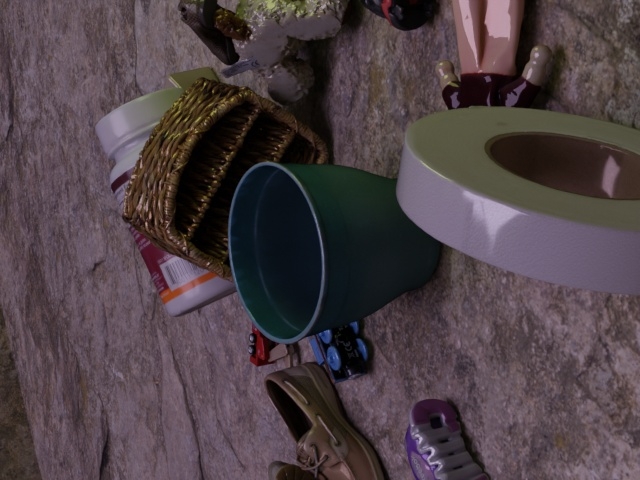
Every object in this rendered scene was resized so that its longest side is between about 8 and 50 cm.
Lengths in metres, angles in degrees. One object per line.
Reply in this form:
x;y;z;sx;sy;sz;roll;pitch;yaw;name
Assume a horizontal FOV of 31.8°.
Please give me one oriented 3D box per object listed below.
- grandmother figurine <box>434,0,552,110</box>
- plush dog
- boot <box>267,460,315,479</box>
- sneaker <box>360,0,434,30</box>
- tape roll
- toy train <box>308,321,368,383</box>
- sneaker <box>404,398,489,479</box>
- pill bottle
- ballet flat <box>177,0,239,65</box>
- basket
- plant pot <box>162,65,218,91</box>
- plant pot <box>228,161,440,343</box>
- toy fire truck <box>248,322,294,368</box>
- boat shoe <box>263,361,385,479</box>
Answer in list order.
0.225;-0.226;1.536;0.208;0.104;0.343;-171;79;-65;grandmother figurine
-0.079;-0.396;1.909;0.225;0.210;0.262;-91;23;-44;plush dog
-0.011;0.489;2.055;0.213;0.077;0.165;48;167;-2;boot
0.108;-0.456;1.663;0.135;0.097;0.276;26;119;49;sneaker
0.275;-0.056;1.230;0.392;0.391;0.072;36;126;48;tape roll
0.020;0.163;1.952;0.184;0.080;0.105;68;153;17;toy train
0.191;0.367;1.726;0.104;0.095;0.236;119;137;-52;sneaker
-0.264;-0.073;2.131;0.224;0.224;0.392;-29;84;55;pill bottle
-0.184;-0.359;1.897;0.058;0.250;0.084;6;84;13;ballet flat
-0.161;-0.105;1.890;0.223;0.213;0.299;23;78;30;basket
-0.249;-0.270;2.250;0.096;0.109;0.109;46;134;26;plant pot
0.033;0.006;1.731;0.271;0.255;0.272;15;109;54;plant pot
-0.084;0.210;2.142;0.135;0.047;0.192;27;118;51;toy fire truck
0.005;0.370;1.982;0.341;0.110;0.122;57;139;33;boat shoe
